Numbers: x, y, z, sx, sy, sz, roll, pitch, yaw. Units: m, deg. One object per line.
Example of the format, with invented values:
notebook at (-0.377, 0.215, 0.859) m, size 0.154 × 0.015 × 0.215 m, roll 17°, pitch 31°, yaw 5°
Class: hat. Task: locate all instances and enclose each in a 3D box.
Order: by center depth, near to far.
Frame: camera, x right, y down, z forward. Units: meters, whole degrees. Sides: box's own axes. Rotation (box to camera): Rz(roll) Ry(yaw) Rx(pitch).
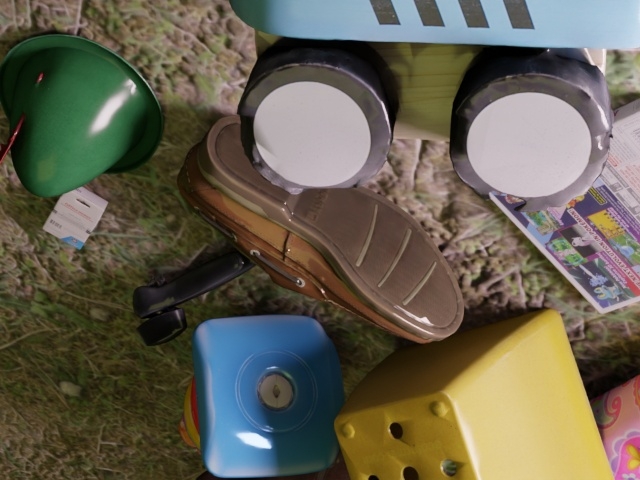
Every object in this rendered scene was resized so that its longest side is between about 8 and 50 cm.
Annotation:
hat at (-0.267, -0.065, 1.184) m, size 0.173 × 0.183 × 0.208 m, roll 30°, pitch 138°, yaw -10°

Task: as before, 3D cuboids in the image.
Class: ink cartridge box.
ink cartridge box at (-0.261, -0.032, 1.336) m, size 0.048 × 0.028 × 0.083 m, roll 31°, pitch 138°, yaw -11°

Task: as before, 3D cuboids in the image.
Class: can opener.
can opener at (-0.137, 0.051, 1.357) m, size 0.186 × 0.059 × 0.073 m, roll -31°, pitch 91°, yaw 32°

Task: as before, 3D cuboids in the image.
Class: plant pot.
plant pot at (0.138, 0.206, 1.239) m, size 0.212 × 0.187 × 0.212 m, roll -20°, pitch 86°, yaw 37°

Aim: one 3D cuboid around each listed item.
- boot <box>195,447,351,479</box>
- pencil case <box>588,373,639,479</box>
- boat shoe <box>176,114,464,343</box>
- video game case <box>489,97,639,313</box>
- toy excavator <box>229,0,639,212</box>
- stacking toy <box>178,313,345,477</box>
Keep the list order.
boot at (-0.038, 0.280, 1.560) m, size 0.249 × 0.090 × 0.206 m, roll 14°, pitch 126°, yaw 10°
pencil case at (0.361, 0.181, 1.246) m, size 0.124 × 0.124 × 0.284 m, roll 33°, pitch 138°, yaw -13°
boat shoe at (0.000, 0.000, 1.215) m, size 0.307 × 0.110 × 0.104 m, roll 39°, pitch 140°, yaw -6°
video game case at (0.275, -0.025, 1.128) m, size 0.183 × 0.023 × 0.201 m, roll -25°, pitch 123°, yaw 39°
toy excavator at (0.145, -0.260, 0.779) m, size 0.433 × 0.222 × 0.445 m, roll 3°, pitch 126°, yaw 10°
stacking toy at (-0.103, 0.202, 1.446) m, size 0.166 × 0.175 × 0.302 m, roll 0°, pitch 163°, yaw -24°
